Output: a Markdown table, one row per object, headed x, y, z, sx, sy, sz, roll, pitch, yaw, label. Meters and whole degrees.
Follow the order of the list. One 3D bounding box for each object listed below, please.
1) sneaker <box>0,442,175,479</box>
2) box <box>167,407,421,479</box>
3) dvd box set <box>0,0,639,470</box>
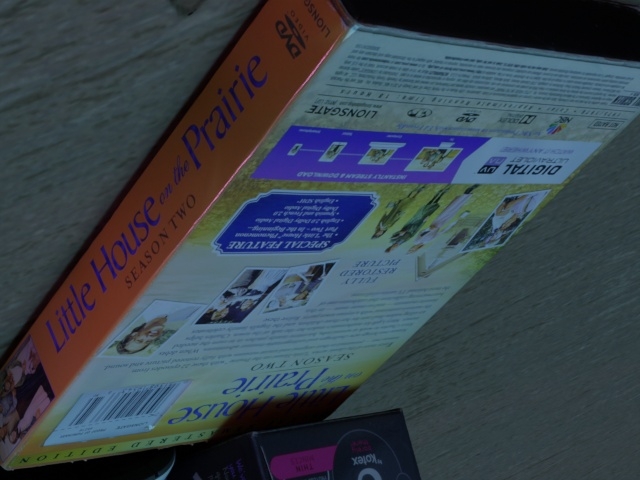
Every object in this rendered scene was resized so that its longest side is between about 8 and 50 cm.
| x | y | z | sx | sy | sz | roll | pitch | yaw | label |
| --- | --- | --- | --- | --- | --- | --- | --- | --- | --- |
| -0.237 | 0.214 | 0.934 | 0.283 | 0.107 | 0.124 | -9 | 131 | -31 | sneaker |
| -0.060 | 0.241 | 1.075 | 0.165 | 0.143 | 0.270 | -2 | 162 | -45 | box |
| 0.000 | 0.000 | 0.864 | 0.308 | 0.062 | 0.420 | -2 | 144 | -43 | dvd box set |
